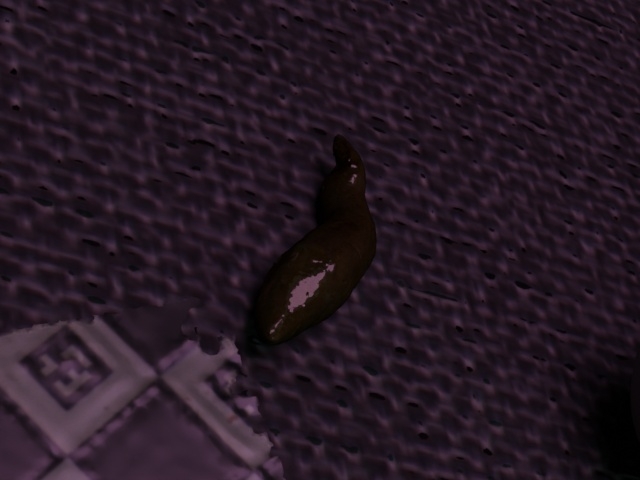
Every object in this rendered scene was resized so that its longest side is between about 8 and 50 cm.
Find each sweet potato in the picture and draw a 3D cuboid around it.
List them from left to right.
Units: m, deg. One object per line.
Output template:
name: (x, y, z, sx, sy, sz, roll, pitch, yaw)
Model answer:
sweet potato: (0.004, 0.005, 0.887, 0.041, 0.038, 0.153, 57, 31, -23)

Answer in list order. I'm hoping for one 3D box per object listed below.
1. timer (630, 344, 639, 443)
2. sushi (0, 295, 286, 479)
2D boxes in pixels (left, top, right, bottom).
timer: (0.298, 0.024, 1.002, 0.383, 0.270, 0.270, -35, 82, -38)
sushi: (-0.106, 0.170, 0.630, 0.264, 0.050, 0.290, -11, 65, -31)
